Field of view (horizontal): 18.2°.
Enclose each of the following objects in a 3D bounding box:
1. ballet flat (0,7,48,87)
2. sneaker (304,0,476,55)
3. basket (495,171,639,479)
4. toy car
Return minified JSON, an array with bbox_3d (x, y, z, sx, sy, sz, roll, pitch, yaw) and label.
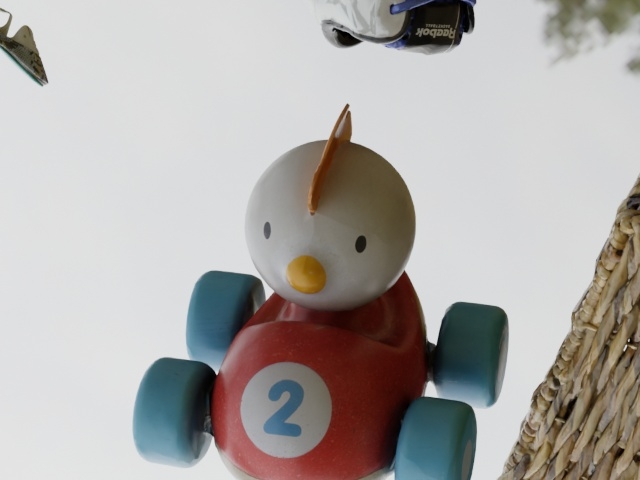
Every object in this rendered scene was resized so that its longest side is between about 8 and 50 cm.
[{"bbox_3d":[-0.280,-0.182,1.781,0.114,0.041,0.041,35,-155,14],"label":"ballet flat"},{"bbox_3d":[0.083,-0.250,1.550,0.127,0.315,0.182,-10,-113,-41],"label":"sneaker"},{"bbox_3d":[0.283,0.068,1.378,0.213,0.299,0.223,26,-138,9],"label":"basket"},{"bbox_3d":[0.001,0.028,1.301,0.210,0.219,0.238,-63,-25,-53],"label":"toy car"}]
